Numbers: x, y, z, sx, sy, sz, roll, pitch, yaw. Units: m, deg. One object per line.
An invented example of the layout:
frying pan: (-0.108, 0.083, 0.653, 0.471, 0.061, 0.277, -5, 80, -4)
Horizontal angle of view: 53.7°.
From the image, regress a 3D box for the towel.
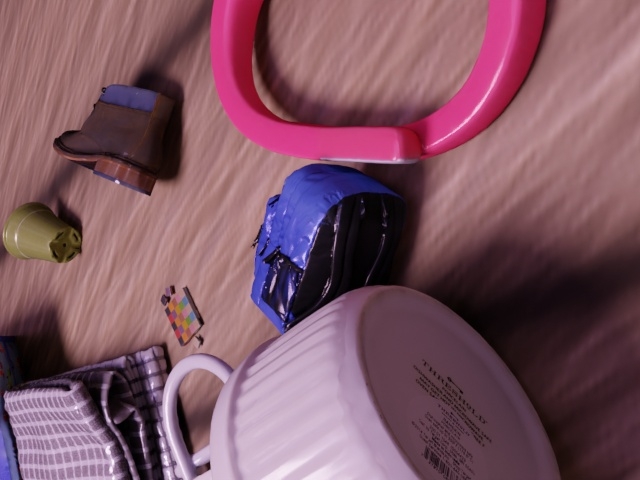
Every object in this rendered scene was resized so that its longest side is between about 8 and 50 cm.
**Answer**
towel: (-0.282, 0.272, 0.779, 0.283, 0.121, 0.235, -19, 83, 44)

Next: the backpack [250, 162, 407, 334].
backpack: (0.000, 0.000, 0.482, 0.101, 0.097, 0.120, 40, 123, 37)

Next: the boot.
boot: (-0.234, -0.125, 0.727, 0.219, 0.082, 0.106, 24, 90, 44)

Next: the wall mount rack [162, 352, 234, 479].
wall mount rack: (-0.036, 0.270, 0.543, 0.304, 0.130, 0.350, -39, 69, 36)

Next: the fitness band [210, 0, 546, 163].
fitness band: (0.023, -0.164, 0.473, 0.290, 0.054, 0.209, 12, 101, 42)

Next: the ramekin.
ramekin: (0.049, 0.125, 0.384, 0.109, 0.207, 0.207, -44, 66, 29)

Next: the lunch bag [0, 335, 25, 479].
lunch bag: (-0.494, 0.253, 0.920, 0.293, 0.138, 0.221, -22, 80, 61)

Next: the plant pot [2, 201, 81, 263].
plant pot: (-0.374, -0.003, 0.868, 0.079, 0.083, 0.084, 18, 108, 28)

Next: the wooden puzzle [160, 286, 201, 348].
wooden puzzle: (-0.153, 0.085, 0.706, 0.049, 0.006, 0.083, -46, 64, 38)
